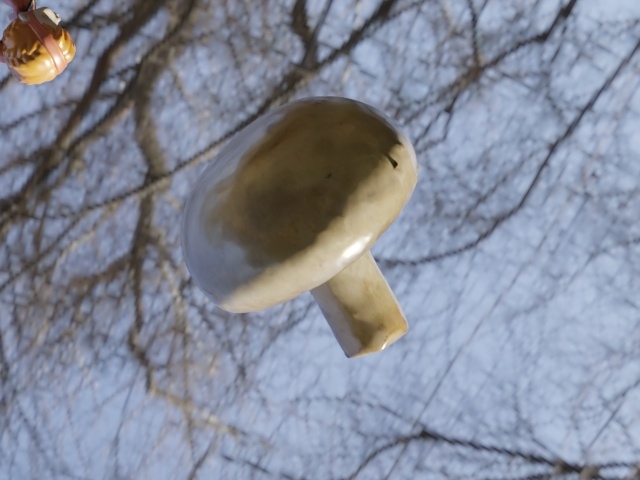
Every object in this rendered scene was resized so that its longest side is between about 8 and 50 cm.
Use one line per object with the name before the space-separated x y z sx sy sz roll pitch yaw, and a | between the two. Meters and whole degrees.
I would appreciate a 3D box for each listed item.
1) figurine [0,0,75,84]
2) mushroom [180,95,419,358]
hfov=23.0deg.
figurine | -0.184 -0.138 0.929 0.047 0.064 0.109 -28 -113 -7
mushroom | 0.000 0.000 1.258 0.215 0.207 0.207 57 -138 -16
